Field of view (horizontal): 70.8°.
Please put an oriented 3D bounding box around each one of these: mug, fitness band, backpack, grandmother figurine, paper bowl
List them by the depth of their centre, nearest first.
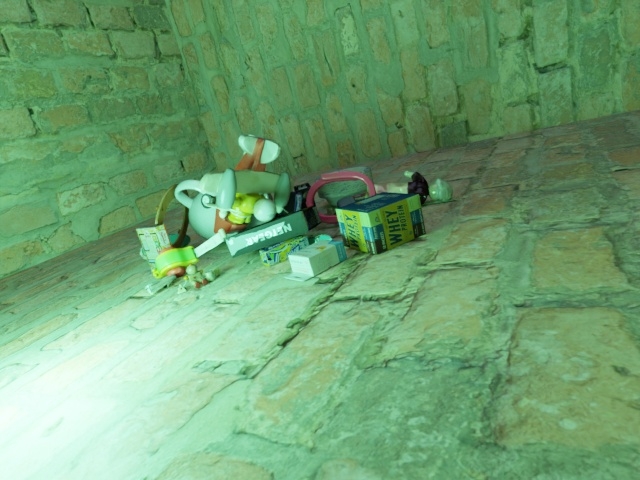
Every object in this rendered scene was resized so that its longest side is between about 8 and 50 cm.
[{"bbox_3d":[0.361,-0.199,1.828,0.341,0.208,0.104,0,-22,20],"label":"grandmother figurine"},{"bbox_3d":[0.083,-0.173,1.832,0.290,0.209,0.054,-4,-11,15],"label":"fitness band"},{"bbox_3d":[-0.462,-0.149,1.985,0.327,0.374,0.277,-10,57,42],"label":"mug"},{"bbox_3d":[-0.162,-0.124,2.011,0.116,0.158,0.173,12,-36,-15],"label":"backpack"},{"bbox_3d":[0.124,-0.266,2.240,0.283,0.148,0.284,-14,14,3],"label":"paper bowl"}]

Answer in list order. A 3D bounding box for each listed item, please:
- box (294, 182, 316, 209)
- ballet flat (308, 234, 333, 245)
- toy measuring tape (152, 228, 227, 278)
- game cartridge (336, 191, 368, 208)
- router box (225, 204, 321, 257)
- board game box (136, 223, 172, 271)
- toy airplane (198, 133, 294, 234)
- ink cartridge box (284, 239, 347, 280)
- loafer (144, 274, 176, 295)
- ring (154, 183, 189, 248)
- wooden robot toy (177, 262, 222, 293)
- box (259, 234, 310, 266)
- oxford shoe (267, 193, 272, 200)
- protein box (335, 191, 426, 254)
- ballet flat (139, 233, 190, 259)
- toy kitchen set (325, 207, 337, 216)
[{"bbox_3d":[-0.069,-0.185,2.131,0.077,0.148,0.180,-15,14,-3],"label":"box"},{"bbox_3d":[0.000,0.000,1.612,0.114,0.041,0.041,-5,17,28],"label":"ballet flat"},{"bbox_3d":[-0.495,0.051,1.639,0.330,0.121,0.121,-31,10,16],"label":"toy measuring tape"},{"bbox_3d":[0.223,-0.179,2.024,0.293,0.060,0.196,-14,19,1],"label":"game cartridge"},{"bbox_3d":[-0.169,-0.039,1.697,0.308,0.081,0.243,-19,6,13],"label":"router box"},{"bbox_3d":[-0.643,0.036,1.782,0.146,0.194,0.045,-1,20,39],"label":"board game box"},{"bbox_3d":[-0.245,-0.193,1.653,0.386,0.272,0.384,-36,-21,-19],"label":"toy airplane"},{"bbox_3d":[-0.021,0.057,1.372,0.181,0.062,0.104,-26,19,-36],"label":"ink cartridge box"},{"bbox_3d":[-0.552,0.157,1.572,0.045,0.039,0.125,-42,-10,36],"label":"loafer"},{"bbox_3d":[-0.658,-0.085,1.988,0.032,0.337,0.337,11,18,4],"label":"ring"},{"bbox_3d":[-0.414,0.111,1.513,0.173,0.079,0.076,-26,19,-35],"label":"wooden robot toy"},{"bbox_3d":[-0.122,0.034,1.567,0.168,0.054,0.059,-21,16,-26],"label":"box"},{"bbox_3d":[-0.406,-0.128,2.357,0.397,0.140,0.146,-37,-4,-45],"label":"oxford shoe"},{"bbox_3d":[0.192,-0.063,1.463,0.201,0.136,0.199,-21,17,-24],"label":"protein box"},{"bbox_3d":[-0.736,0.028,2.130,0.240,0.091,0.077,-20,-9,-33],"label":"ballet flat"},{"bbox_3d":[0.061,-0.114,1.904,0.083,0.068,0.075,0,20,41],"label":"toy kitchen set"}]
